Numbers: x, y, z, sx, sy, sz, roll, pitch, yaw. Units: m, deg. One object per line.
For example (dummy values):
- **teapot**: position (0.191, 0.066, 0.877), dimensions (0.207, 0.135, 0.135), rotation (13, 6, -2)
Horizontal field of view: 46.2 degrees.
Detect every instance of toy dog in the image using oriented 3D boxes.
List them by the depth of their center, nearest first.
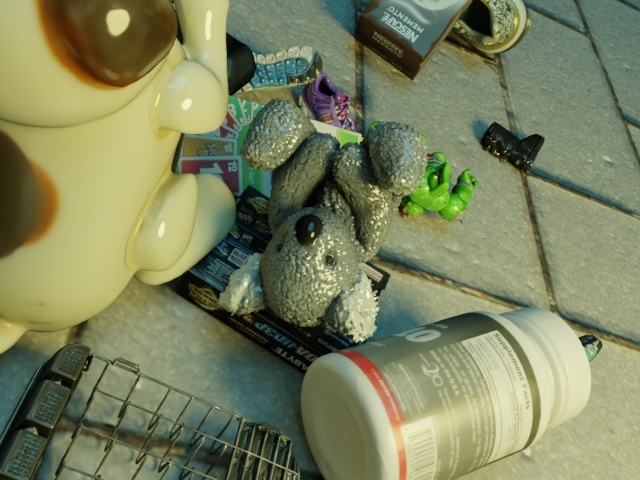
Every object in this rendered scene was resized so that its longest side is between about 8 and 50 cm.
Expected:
- **toy dog**: position (-0.243, -0.126, 0.650), dimensions (0.284, 0.408, 0.395), rotation (32, 52, 10)

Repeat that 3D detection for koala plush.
- **koala plush**: position (0.000, 0.000, 0.819), dimensions (0.196, 0.203, 0.221), rotation (11, 60, 6)

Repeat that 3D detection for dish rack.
- **dish rack**: position (-0.152, 0.220, 0.667), dimensions (0.271, 0.074, 0.208), rotation (26, 44, -13)

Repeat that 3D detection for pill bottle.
- **pill bottle**: position (0.137, 0.166, 0.801), dimensions (0.283, 0.161, 0.161), rotation (-12, 60, -29)

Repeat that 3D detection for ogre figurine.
- **ogre figurine**: position (0.155, -0.096, 1.119), dimensions (0.197, 0.097, 0.118), rotation (46, 31, -32)

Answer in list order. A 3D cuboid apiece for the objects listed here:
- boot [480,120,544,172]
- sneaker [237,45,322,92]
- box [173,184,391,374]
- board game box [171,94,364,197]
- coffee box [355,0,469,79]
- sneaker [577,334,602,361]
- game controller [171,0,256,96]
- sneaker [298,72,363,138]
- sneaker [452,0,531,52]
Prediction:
- **boot**: position (0.348, -0.181, 1.362), dimensions (0.099, 0.045, 0.121), rotation (35, 43, 3)
- **sneaker**: position (-0.096, -0.250, 1.132), dimensions (0.191, 0.083, 0.071), rotation (-1, 88, -11)
- **box**: position (-0.038, 0.051, 0.902), dimensions (0.220, 0.051, 0.175), rotation (32, 43, -3)
- **board game box**: position (-0.058, -0.108, 0.992), dimensions (0.259, 0.039, 0.124), rotation (12, 91, -26)
- **coffee box**: position (0.190, -0.437, 1.356), dimensions (0.141, 0.098, 0.246), rotation (35, 80, 2)
- **sneaker**: position (0.288, 0.154, 0.998), dimensions (0.224, 0.083, 0.098), rotation (-21, 61, -42)
- **game controller**: position (-0.244, -0.295, 1.033), dimensions (0.319, 0.067, 0.166), rotation (35, 37, 6)
- **sneaker**: position (0.024, -0.185, 1.138), dimensions (0.068, 0.071, 0.170), rotation (-15, 63, -40)
- **sneaker**: position (0.236, -0.525, 1.492), dimensions (0.410, 0.158, 0.182), rotation (38, 30, 4)
